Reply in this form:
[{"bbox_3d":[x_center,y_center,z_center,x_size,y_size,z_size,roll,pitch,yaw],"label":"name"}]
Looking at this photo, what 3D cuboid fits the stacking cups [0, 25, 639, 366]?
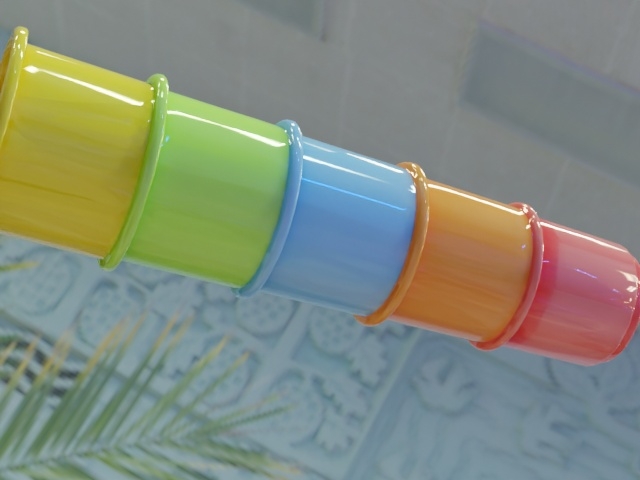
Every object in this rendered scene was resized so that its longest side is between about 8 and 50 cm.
[{"bbox_3d":[0.000,0.000,0.614,0.316,0.096,0.096,18,-26,-17],"label":"stacking cups"}]
